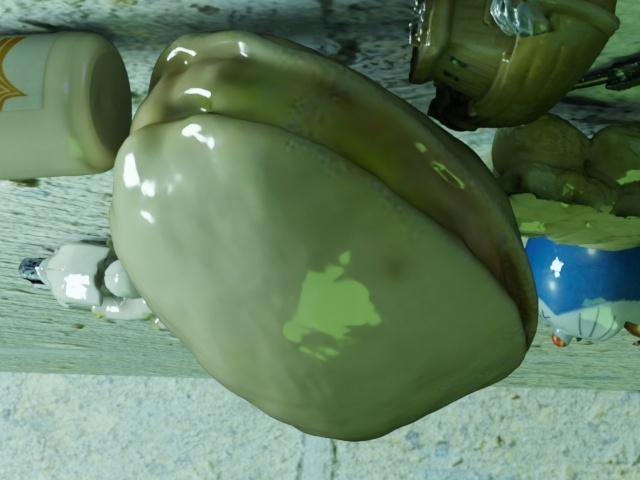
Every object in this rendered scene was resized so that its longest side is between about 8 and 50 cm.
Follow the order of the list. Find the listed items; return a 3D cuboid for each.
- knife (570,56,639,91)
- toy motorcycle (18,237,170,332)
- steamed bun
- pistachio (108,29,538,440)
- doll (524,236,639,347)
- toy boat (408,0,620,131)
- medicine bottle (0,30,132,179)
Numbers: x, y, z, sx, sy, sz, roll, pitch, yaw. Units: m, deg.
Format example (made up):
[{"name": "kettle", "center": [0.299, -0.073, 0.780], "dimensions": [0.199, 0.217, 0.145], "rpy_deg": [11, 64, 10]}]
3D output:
[{"name": "knife", "center": [0.257, -0.135, 1.368], "dimensions": [0.222, 0.021, 0.045], "rpy_deg": [-9, 167, 39]}, {"name": "toy motorcycle", "center": [-0.203, 0.057, 2.135], "dimensions": [0.341, 0.108, 0.223], "rpy_deg": [10, 173, -6]}, {"name": "steamed bun", "center": [0.232, -0.057, 1.552], "dimensions": [0.177, 0.106, 0.192], "rpy_deg": [8, 166, -6]}, {"name": "pistachio", "center": [0.000, 0.000, 1.391], "dimensions": [0.365, 0.281, 0.445], "rpy_deg": [17, 157, 25]}, {"name": "doll", "center": [0.339, 0.032, 1.829], "dimensions": [0.257, 0.161, 0.215], "rpy_deg": [0, -166, -7]}, {"name": "toy boat", "center": [0.119, -0.139, 1.215], "dimensions": [0.121, 0.089, 0.321], "rpy_deg": [9, 169, -6]}, {"name": "medicine bottle", "center": [-0.282, -0.102, 1.378], "dimensions": [0.252, 0.114, 0.114], "rpy_deg": [-2, 167, 17]}]
